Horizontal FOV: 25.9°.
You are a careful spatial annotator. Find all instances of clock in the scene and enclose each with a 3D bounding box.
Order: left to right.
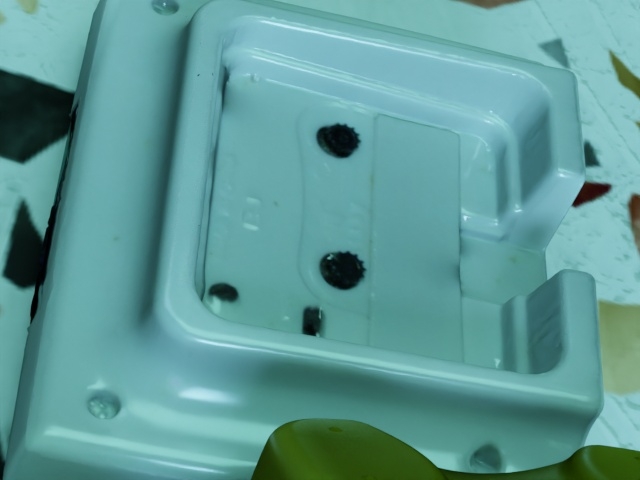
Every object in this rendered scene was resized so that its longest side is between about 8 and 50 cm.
[{"bbox_3d":[0.000,0.000,0.610,0.231,0.116,0.262,14,52,-14],"label":"clock"}]

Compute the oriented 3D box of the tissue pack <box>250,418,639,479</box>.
[{"bbox_3d":[0.058,0.137,0.479,0.178,0.123,0.127,6,95,-12],"label":"tissue pack"}]
